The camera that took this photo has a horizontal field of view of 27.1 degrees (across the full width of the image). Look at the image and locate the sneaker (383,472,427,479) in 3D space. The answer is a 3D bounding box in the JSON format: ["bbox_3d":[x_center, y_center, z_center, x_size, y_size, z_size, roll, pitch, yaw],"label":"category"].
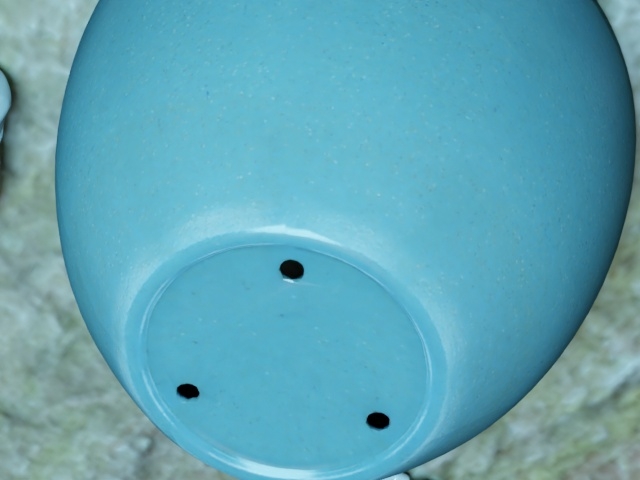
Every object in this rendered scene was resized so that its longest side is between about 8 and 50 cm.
[{"bbox_3d":[0.078,0.231,0.795,0.292,0.118,0.110,24,125,-4],"label":"sneaker"}]

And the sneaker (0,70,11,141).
[{"bbox_3d":[-0.279,-0.047,0.699,0.232,0.090,0.115,11,127,5],"label":"sneaker"}]

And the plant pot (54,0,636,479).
[{"bbox_3d":[0.000,0.000,0.611,0.290,0.195,0.290,5,124,8],"label":"plant pot"}]
